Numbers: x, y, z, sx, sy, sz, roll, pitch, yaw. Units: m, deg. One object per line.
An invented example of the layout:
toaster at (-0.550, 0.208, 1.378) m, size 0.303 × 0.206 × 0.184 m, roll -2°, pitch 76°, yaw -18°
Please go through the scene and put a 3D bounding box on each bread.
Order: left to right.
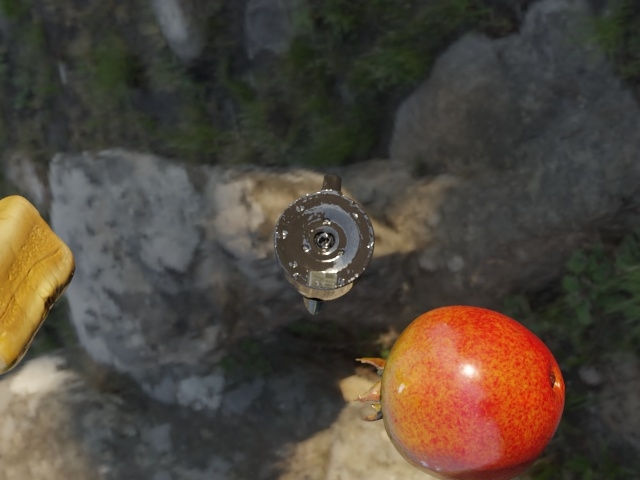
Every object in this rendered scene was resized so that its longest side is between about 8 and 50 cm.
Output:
bread at (-0.388, 0.053, 1.469) m, size 0.142 × 0.091 × 0.305 m, roll 50°, pitch -163°, yaw -15°

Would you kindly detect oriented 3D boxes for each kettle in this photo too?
kettle at (0.000, 0.000, 1.836) m, size 0.232 × 0.144 × 0.202 m, roll 105°, pitch 167°, yaw -78°

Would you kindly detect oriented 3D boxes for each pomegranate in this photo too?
pomegranate at (0.162, 0.187, 1.459) m, size 0.257 × 0.221 × 0.220 m, roll -1°, pitch 105°, yaw 33°
